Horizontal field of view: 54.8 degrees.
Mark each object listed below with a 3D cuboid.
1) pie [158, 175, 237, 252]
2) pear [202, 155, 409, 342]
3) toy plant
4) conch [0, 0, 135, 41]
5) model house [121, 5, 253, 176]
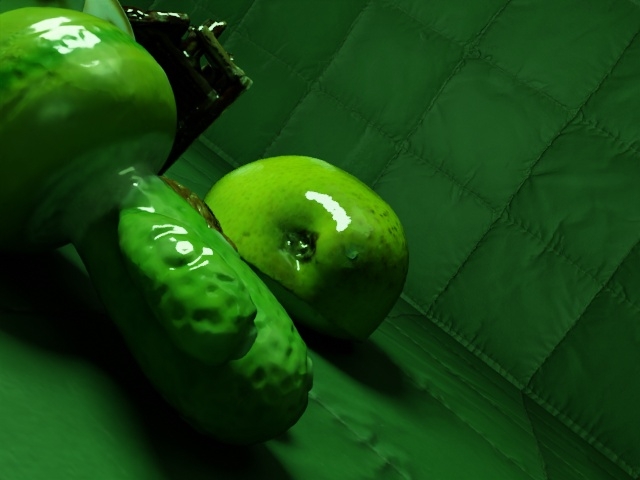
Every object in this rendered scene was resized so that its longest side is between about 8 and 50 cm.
[{"bbox_3d":[-0.175,-0.017,0.730,0.163,0.079,0.193,43,7,27],"label":"pie"},{"bbox_3d":[0.000,0.000,0.911,0.342,0.239,0.318,36,-4,-13],"label":"pear"},{"bbox_3d":[-0.118,0.003,0.433,0.316,0.184,0.224,47,-14,2],"label":"toy plant"},{"bbox_3d":[-0.280,-0.176,0.538,0.249,0.197,0.367,9,17,36],"label":"conch"},{"bbox_3d":[-0.305,-0.273,0.970,0.282,0.297,0.317,41,4,-24],"label":"model house"}]
